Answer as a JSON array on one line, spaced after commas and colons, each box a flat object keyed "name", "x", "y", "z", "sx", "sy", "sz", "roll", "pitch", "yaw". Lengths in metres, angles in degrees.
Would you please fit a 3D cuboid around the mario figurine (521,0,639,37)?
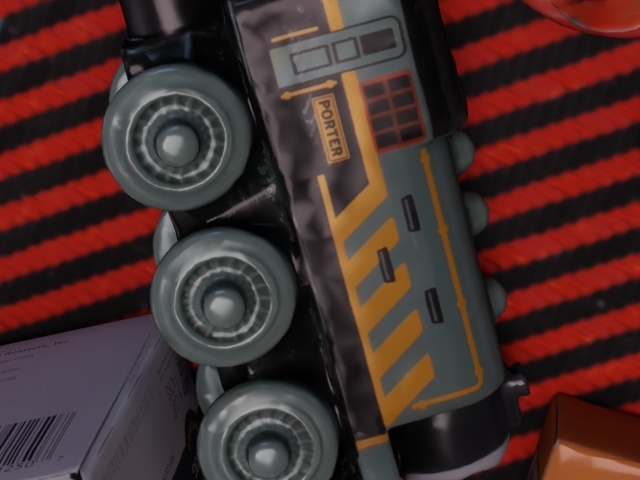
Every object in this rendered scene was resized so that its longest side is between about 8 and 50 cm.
[{"name": "mario figurine", "x": 0.086, "y": -0.195, "z": 0.728, "sx": 0.198, "sy": 0.170, "sz": 0.320, "roll": -5, "pitch": 146, "yaw": 48}]

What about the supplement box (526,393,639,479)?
[{"name": "supplement box", "x": 0.142, "y": 0.215, "z": 0.952, "sx": 0.078, "sy": 0.080, "sz": 0.233, "roll": 15, "pitch": 110, "yaw": 3}]

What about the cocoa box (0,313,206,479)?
[{"name": "cocoa box", "x": -0.235, "y": 0.212, "z": 0.905, "sx": 0.347, "sy": 0.231, "sz": 0.228, "roll": -12, "pitch": 107, "yaw": 9}]

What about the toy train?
[{"name": "toy train", "x": 0.000, "y": 0.000, "z": 0.874, "sx": 0.190, "sy": 0.142, "sz": 0.334, "roll": -16, "pitch": 106, "yaw": 0}]
